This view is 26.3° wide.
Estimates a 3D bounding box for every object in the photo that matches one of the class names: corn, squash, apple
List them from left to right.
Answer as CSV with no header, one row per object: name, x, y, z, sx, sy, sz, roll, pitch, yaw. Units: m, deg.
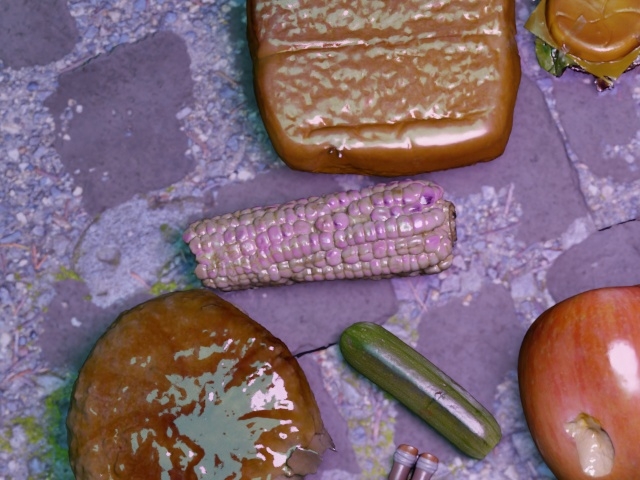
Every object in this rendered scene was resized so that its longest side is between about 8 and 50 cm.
corn,0.000,-0.002,1.670,0.335,0.126,0.126,-7,75,5
squash,0.118,0.175,1.641,0.229,0.066,0.066,38,82,13
apple,0.340,0.173,1.529,0.242,0.242,0.241,-14,81,2

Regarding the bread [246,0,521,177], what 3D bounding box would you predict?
bread,0.080,-0.233,1.713,0.337,0.148,0.328,-6,79,2

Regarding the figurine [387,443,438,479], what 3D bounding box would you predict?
figurine,0.083,0.334,1.587,0.147,0.093,0.197,22,78,0

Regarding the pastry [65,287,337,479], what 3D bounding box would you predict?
pastry,-0.156,0.219,1.620,0.330,0.136,0.329,-1,77,5

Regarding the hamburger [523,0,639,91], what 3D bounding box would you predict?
hamburger,0.348,-0.273,1.718,0.189,0.093,0.164,-39,73,-6
